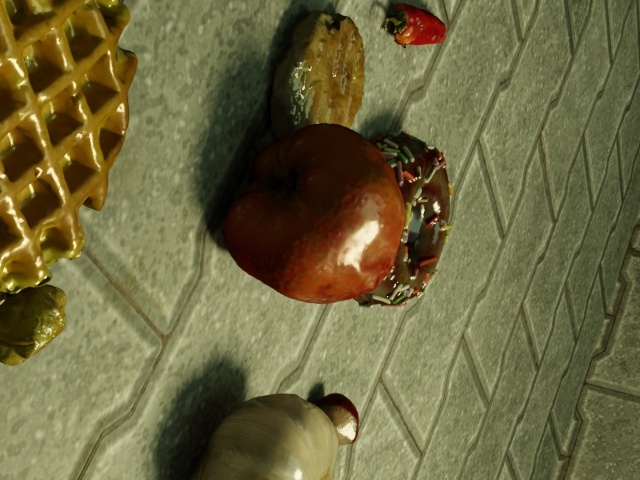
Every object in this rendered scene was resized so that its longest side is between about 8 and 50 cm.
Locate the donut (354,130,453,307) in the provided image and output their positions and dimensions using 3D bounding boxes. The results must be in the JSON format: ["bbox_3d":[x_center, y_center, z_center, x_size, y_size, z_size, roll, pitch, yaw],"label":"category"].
[{"bbox_3d":[0.114,-0.027,1.613,0.270,0.103,0.269,-37,134,-51],"label":"donut"}]

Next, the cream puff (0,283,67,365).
[{"bbox_3d":[-0.252,0.068,0.932,0.083,0.058,0.083,-42,-174,-13],"label":"cream puff"}]

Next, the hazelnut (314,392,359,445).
[{"bbox_3d":[0.019,0.263,1.593,0.086,0.086,0.086,-40,137,-52],"label":"hazelnut"}]

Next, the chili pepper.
[{"bbox_3d":[0.145,-0.308,1.601,0.268,0.050,0.059,-8,93,-65],"label":"chili pepper"}]

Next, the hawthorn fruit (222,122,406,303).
[{"bbox_3d":[0.015,-0.013,1.288,0.243,0.207,0.207,38,67,-47],"label":"hawthorn fruit"}]

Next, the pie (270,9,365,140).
[{"bbox_3d":[0.001,-0.196,1.357,0.195,0.046,0.195,-43,140,-50],"label":"pie"}]

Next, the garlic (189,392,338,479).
[{"bbox_3d":[-0.069,0.284,1.320,0.228,0.152,0.227,17,90,-73],"label":"garlic"}]

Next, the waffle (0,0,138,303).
[{"bbox_3d":[-0.247,-0.092,0.857,0.325,0.068,0.302,15,88,-64],"label":"waffle"}]
